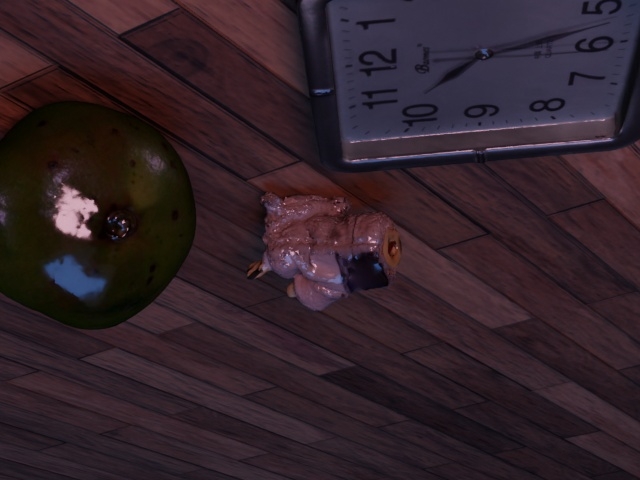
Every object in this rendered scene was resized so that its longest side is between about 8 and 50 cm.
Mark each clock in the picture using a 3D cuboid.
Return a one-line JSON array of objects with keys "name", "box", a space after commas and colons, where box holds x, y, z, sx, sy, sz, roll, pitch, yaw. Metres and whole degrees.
[{"name": "clock", "box": [0.127, -0.142, 1.011, 0.279, 0.049, 0.273, -4, 154, 2]}]

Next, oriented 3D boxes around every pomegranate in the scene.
[{"name": "pomegranate", "box": [-0.208, -0.022, 1.108, 0.187, 0.187, 0.225, 13, 174, -31]}]

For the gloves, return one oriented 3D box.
[{"name": "gloves", "box": [0.006, 0.005, 1.261, 0.144, 0.094, 0.110, 13, 148, 11]}]
